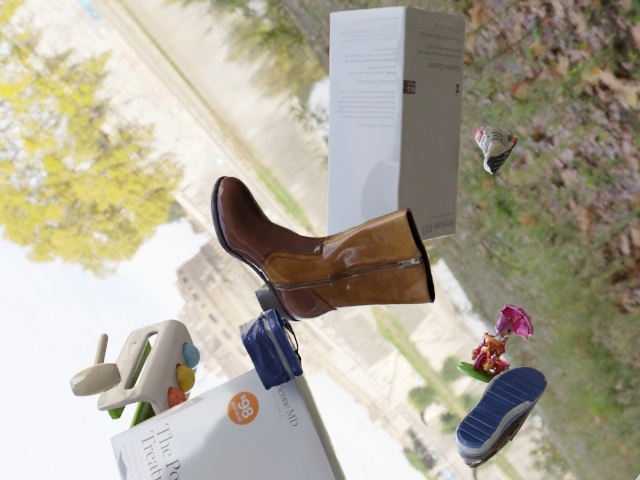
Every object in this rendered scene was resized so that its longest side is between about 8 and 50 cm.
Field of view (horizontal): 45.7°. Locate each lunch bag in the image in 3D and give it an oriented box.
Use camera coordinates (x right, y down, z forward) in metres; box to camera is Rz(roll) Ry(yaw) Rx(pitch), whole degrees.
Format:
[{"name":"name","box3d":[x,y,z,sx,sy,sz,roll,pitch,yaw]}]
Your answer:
[{"name":"lunch bag","box3d":[-0.062,0.138,0.999,0.067,0.065,0.099,-122,9,-70]}]

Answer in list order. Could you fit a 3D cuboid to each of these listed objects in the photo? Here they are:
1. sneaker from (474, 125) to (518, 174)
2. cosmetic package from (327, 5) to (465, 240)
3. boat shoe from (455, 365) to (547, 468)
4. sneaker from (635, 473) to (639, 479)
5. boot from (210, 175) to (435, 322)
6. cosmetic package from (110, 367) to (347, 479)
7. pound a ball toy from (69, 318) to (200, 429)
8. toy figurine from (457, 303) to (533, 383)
[{"name":"sneaker","box3d":[0.319,-0.176,1.434,0.075,0.057,0.161,33,-148,11]},{"name":"cosmetic package","box3d":[0.130,-0.192,1.307,0.156,0.385,0.217,6,-167,37]},{"name":"boat shoe","box3d":[0.250,0.245,1.061,0.066,0.183,0.066,30,139,39]},{"name":"sneaker","box3d":[0.389,0.375,0.870,0.135,0.366,0.150,35,170,-12]},{"name":"boot","box3d":[0.000,0.000,1.090,0.096,0.280,0.264,-44,-63,-54]},{"name":"cosmetic package","box3d":[-0.094,0.383,1.015,0.377,0.284,0.097,65,-178,26]},{"name":"pound a ball toy","box3d":[-0.302,0.235,1.339,0.319,0.135,0.208,-92,-14,-69]},{"name":"toy figurine","box3d":[0.360,0.203,1.526,0.130,0.159,0.173,25,-176,39]}]
